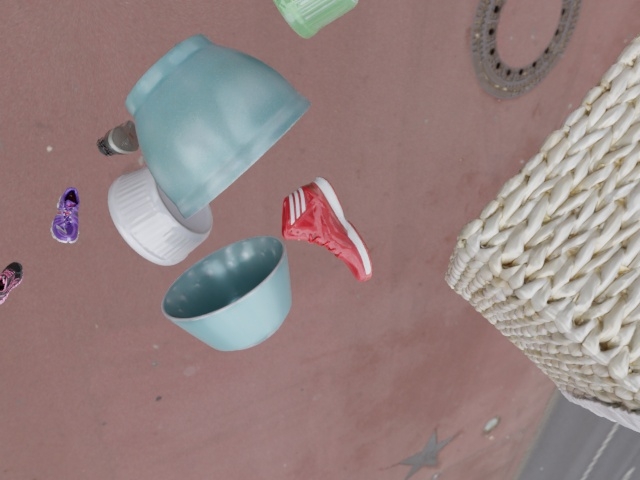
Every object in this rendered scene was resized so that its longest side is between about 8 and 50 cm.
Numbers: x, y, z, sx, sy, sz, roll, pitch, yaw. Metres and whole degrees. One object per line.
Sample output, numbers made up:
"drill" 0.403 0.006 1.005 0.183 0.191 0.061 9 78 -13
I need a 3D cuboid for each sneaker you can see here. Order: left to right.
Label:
"sneaker" -0.745 0.093 1.005 0.047 0.119 0.057 20 133 -19
"sneaker" -0.695 -0.073 1.162 0.068 0.169 0.071 5 150 -35
"sneaker" -0.595 -0.272 1.224 0.118 0.222 0.083 -31 116 5
"sneaker" 0.000 0.000 0.813 0.128 0.087 0.221 -28 86 -17

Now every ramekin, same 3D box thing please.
"ramekin" -0.402 -0.080 1.114 0.127 0.272 0.273 -27 132 17
"ramekin" -0.028 -0.647 0.973 0.148 0.303 0.303 -16 134 23

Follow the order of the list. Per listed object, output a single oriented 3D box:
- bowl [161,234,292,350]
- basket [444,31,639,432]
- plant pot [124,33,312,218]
"bowl" -0.192 0.138 1.003 0.312 0.311 0.163 -30 116 -10
"basket" 0.350 0.006 0.509 0.328 0.266 0.331 -48 162 0
"plant pot" -0.188 -0.205 0.706 0.293 0.293 0.196 -43 107 0
